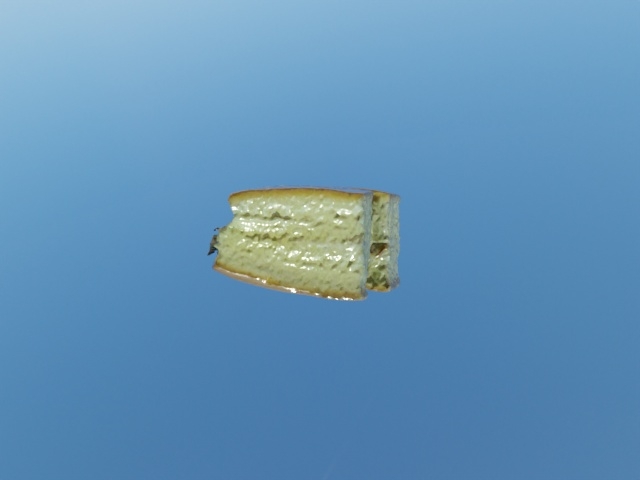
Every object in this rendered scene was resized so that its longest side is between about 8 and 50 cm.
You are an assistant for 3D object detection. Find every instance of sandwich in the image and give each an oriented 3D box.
[{"bbox_3d":[0.000,0.000,0.569,0.128,0.122,0.236,9,-171,28],"label":"sandwich"}]
